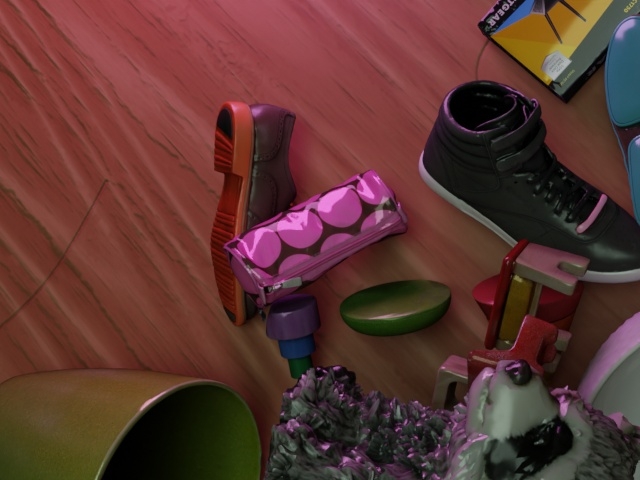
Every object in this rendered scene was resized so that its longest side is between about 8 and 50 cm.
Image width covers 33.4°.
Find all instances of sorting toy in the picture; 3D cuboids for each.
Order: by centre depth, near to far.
[{"bbox_3d":[0.117,0.118,1.205,0.365,0.127,0.126,-6,106,18],"label":"sorting toy"}]

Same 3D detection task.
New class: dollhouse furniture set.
[{"bbox_3d":[0.134,0.195,1.057,0.152,0.201,0.374,16,114,19],"label":"dollhouse furniture set"}]

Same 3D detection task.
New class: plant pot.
[{"bbox_3d":[-0.268,0.259,1.250,0.293,0.274,0.275,13,88,35],"label":"plant pot"}]

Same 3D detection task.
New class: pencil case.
[{"bbox_3d":[0.000,0.000,1.210,0.209,0.098,0.095,-30,113,-14],"label":"pencil case"}]

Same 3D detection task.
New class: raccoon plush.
[{"bbox_3d":[0.110,0.273,0.930,0.299,0.447,0.216,7,46,7],"label":"raccoon plush"}]

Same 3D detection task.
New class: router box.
[{"bbox_3d":[0.287,-0.265,1.203,0.133,0.046,0.179,45,99,18],"label":"router box"}]

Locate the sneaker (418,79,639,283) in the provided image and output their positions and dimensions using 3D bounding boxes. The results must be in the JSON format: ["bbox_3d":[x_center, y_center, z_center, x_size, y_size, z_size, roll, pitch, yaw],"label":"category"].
[{"bbox_3d":[0.233,-0.065,1.135,0.295,0.147,0.104,31,63,21],"label":"sneaker"}]

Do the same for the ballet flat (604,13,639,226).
[{"bbox_3d":[0.360,-0.117,1.137,0.083,0.087,0.247,-19,68,43],"label":"ballet flat"}]

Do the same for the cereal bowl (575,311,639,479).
[{"bbox_3d":[0.404,0.184,1.029,0.338,0.141,0.339,2,109,6],"label":"cereal bowl"}]

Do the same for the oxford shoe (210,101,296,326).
[{"bbox_3d":[-0.073,-0.029,1.283,0.097,0.098,0.272,-150,61,-61],"label":"oxford shoe"}]
